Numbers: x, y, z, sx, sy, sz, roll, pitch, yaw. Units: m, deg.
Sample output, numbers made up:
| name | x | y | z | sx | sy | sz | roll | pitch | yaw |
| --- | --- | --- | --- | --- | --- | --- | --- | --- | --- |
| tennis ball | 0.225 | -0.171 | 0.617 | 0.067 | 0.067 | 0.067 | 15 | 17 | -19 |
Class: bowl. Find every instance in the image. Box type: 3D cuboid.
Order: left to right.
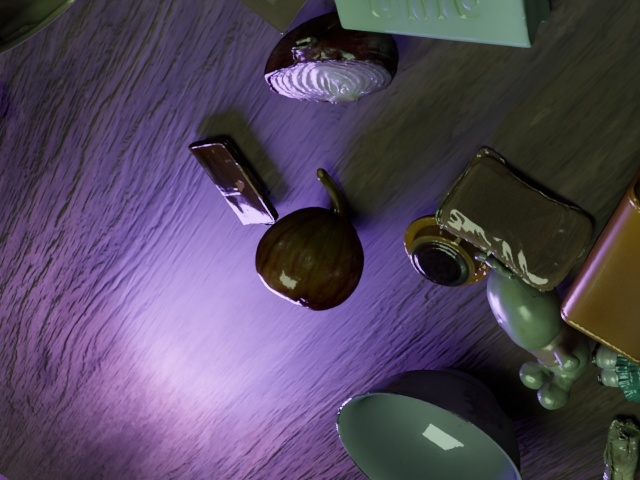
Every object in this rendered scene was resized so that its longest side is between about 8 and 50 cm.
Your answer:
| name | x | y | z | sx | sy | sz | roll | pitch | yaw |
| --- | --- | --- | --- | --- | --- | --- | --- | --- | --- |
| bowl | 0.213 | 0.322 | 2.291 | 0.346 | 0.157 | 0.345 | 21 | 142 | 17 |

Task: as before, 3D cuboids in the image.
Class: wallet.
| name | x | y | z | sx | sy | sz | roll | pitch | yaw |
| --- | --- | --- | --- | --- | --- | --- | --- | --- | --- |
| wallet | -0.140 | -0.096 | 2.196 | 0.095 | 0.026 | 0.176 | -3 | 130 | 47 |

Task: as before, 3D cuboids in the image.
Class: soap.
| name | x | y | z | sx | sy | sz | roll | pitch | yaw |
| --- | --- | --- | --- | --- | --- | --- | --- | --- | --- |
| soap | 0.143 | -0.334 | 1.661 | 0.265 | 0.087 | 0.159 | 11 | 138 | 28 |

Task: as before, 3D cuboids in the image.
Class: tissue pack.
| name | x | y | z | sx | sy | sz | roll | pitch | yaw |
| --- | --- | --- | --- | --- | --- | --- | --- | --- | --- |
| tissue pack | 0.439 | 0.001 | 1.727 | 0.145 | 0.194 | 0.274 | 27 | 142 | 9 |

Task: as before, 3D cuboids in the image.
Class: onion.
| name | x | y | z | sx | sy | sz | roll | pitch | yaw |
| --- | --- | --- | --- | --- | --- | --- | --- | --- | --- |
| onion | 0.012 | -0.263 | 1.825 | 0.206 | 0.098 | 0.151 | -2 | 156 | 30 |

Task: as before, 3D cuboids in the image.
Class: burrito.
| name | x | y | z | sx | sy | sz | roll | pitch | yaw |
| --- | --- | --- | --- | --- | --- | --- | --- | --- | --- |
| burrito | 0.499 | 0.357 | 2.212 | 0.058 | 0.045 | 0.188 | -1 | 134 | 4 |

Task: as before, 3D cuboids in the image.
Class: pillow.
| name | x | y | z | sx | sy | sz | roll | pitch | yaw |
| --- | --- | --- | --- | --- | --- | --- | --- | --- | --- |
| pillow | 0.278 | -0.025 | 1.902 | 0.211 | 0.034 | 0.135 | 34 | 101 | -1 |

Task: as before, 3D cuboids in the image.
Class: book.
| name | x | y | z | sx | sy | sz | roll | pitch | yaw |
| --- | --- | --- | --- | --- | --- | --- | --- | --- | --- |
| book | -0.100 | -0.386 | 1.845 | 0.199 | 0.016 | 0.138 | 38 | 143 | -5 |

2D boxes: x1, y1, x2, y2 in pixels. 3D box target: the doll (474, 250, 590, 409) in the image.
| name | x | y | z | sx | sy | sz | roll | pitch | yaw |
| --- | --- | --- | --- | --- | --- | --- | --- | --- | --- |
| doll | 0.326 | 0.116 | 2.008 | 0.275 | 0.113 | 0.155 | 64 | 178 | -22 |

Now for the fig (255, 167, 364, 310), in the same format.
| name | x | y | z | sx | sy | sz | roll | pitch | yaw |
| --- | --- | --- | --- | --- | --- | --- | --- | --- | --- |
| fig | 0.002 | 0.005 | 2.123 | 0.175 | 0.207 | 0.175 | 31 | -177 | -2 |

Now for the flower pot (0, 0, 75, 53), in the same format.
| name | x | y | z | sx | sy | sz | roll | pitch | yaw |
| --- | --- | --- | --- | --- | --- | --- | --- | --- | --- |
| flower pot | -0.480 | -0.425 | 1.880 | 0.244 | 0.307 | 0.307 | 51 | 143 | 4 |

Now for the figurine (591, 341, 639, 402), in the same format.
| name | x | y | z | sx | sy | sz | roll | pitch | yaw |
| --- | --- | --- | --- | --- | --- | --- | --- | --- | --- |
| figurine | 0.517 | 0.189 | 1.960 | 0.245 | 0.110 | 0.138 | 5 | 124 | 43 |

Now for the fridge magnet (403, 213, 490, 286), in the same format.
| name | x | y | z | sx | sy | sz | roll | pitch | yaw |
| --- | --- | --- | --- | --- | --- | --- | --- | --- | --- |
| fridge magnet | 0.193 | 0.019 | 2.043 | 0.143 | 0.063 | 0.143 | 18 | 139 | 16 |
